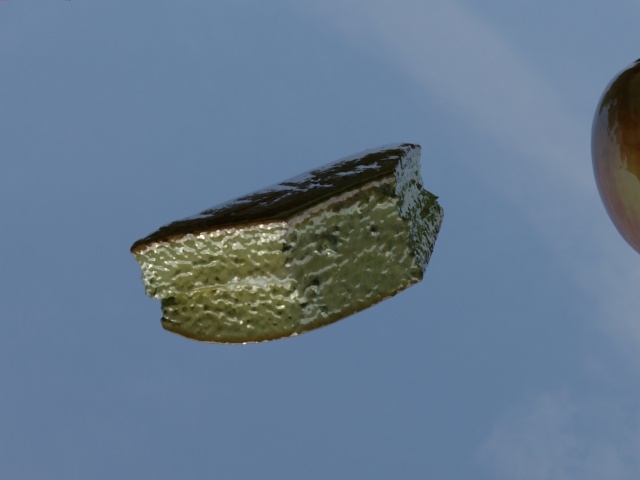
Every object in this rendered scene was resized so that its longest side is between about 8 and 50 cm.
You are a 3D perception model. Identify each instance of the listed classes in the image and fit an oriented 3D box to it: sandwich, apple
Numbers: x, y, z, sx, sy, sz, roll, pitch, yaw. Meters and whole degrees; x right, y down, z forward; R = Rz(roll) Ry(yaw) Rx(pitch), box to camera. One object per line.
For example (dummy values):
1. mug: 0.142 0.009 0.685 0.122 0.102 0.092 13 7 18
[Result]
1. sandwich: 0.000 0.000 0.966 0.258 0.094 0.096 -24 -157 -26
2. apple: 0.309 -0.073 1.074 0.188 0.188 0.174 -24 -83 -31
